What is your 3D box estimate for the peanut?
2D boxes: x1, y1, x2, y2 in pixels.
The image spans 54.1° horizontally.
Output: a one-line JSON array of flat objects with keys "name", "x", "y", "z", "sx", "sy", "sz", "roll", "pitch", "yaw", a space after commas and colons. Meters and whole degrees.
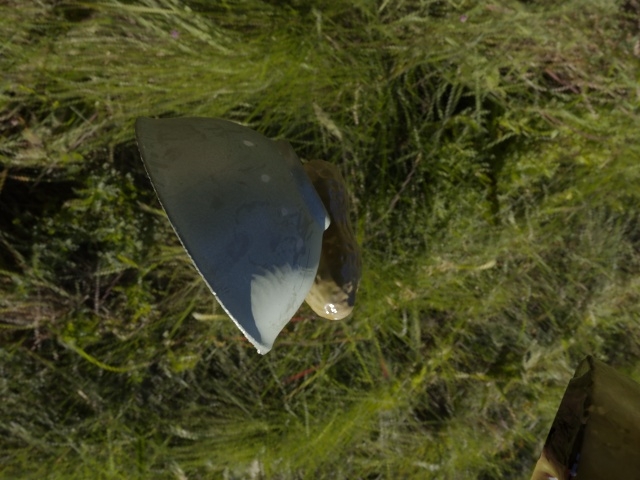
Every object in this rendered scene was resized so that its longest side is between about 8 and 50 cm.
[{"name": "peanut", "x": 0.000, "y": 0.000, "z": 1.068, "sx": 0.125, "sy": 0.274, "sz": 0.111, "roll": -12, "pitch": 172, "yaw": 21}]

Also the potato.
[{"name": "potato", "x": 0.331, "y": 0.261, "z": 0.646, "sx": 0.242, "sy": 0.242, "sz": 0.285, "roll": -46, "pitch": 145, "yaw": -45}]

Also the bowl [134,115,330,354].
[{"name": "bowl", "x": -0.077, "y": -0.039, "z": 0.749, "sx": 0.146, "sy": 0.313, "sz": 0.313, "roll": -28, "pitch": 177, "yaw": -2}]
